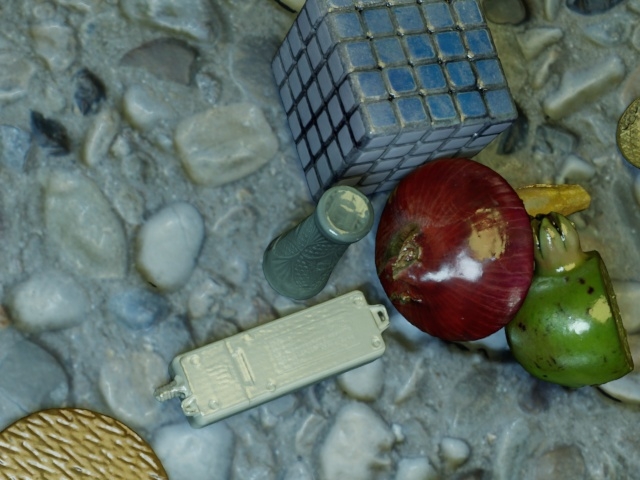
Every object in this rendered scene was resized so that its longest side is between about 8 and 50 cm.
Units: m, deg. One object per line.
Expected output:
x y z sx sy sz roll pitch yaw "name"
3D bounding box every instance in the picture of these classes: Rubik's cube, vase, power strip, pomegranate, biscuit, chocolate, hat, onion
0.092 -0.212 2.048 0.237 0.238 0.237 -9 73 -23 "Rubik's cube"
0.000 0.000 1.952 0.096 0.219 0.096 7 68 -17 "vase"
-0.063 0.156 1.965 0.338 0.058 0.098 -19 79 -24 "power strip"
0.322 0.095 2.034 0.159 0.241 0.190 -15 44 12 "pomegranate"
-0.306 0.333 1.831 0.262 0.037 0.262 6 69 -17 "biscuit"
0.289 -0.038 2.148 0.219 0.085 0.086 -13 76 -26 "chocolate"
0.529 -0.154 2.278 0.146 0.067 0.146 -11 61 21 "hat"
0.175 0.014 2.000 0.248 0.161 0.248 -1 87 17 "onion"
